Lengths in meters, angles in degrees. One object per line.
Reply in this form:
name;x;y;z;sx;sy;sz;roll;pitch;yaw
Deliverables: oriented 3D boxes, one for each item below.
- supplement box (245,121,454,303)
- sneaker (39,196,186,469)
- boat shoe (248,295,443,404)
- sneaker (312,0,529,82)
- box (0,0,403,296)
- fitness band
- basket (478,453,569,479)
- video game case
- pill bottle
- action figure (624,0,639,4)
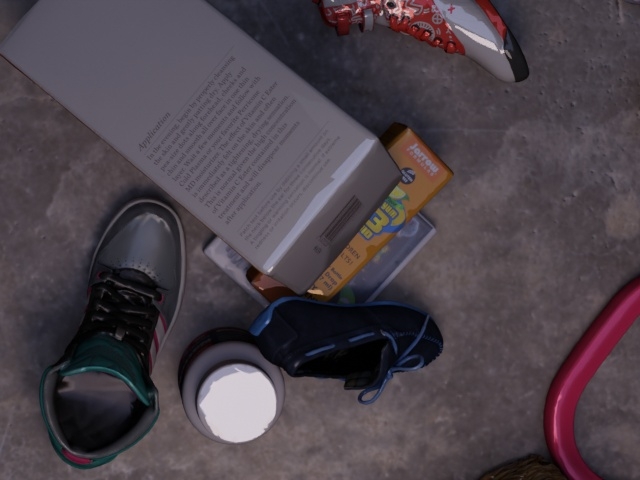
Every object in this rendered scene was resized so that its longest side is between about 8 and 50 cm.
supplement box;0.030;-0.017;1.901;0.078;0.080;0.233;44;88;-8
sneaker;-0.210;0.101;1.854;0.124;0.178;0.295;15;93;-7
boat shoe;0.034;0.123;1.874;0.258;0.089;0.109;2;134;-41
sneaker;0.088;-0.240;1.907;0.145;0.090;0.270;-39;94;-1
box;-0.111;-0.123;1.780;0.345;0.215;0.168;40;90;12
fitness band;0.375;0.162;1.994;0.209;0.054;0.291;37;89;-5
basket;0.224;0.408;1.909;0.213;0.223;0.299;-26;98;-4
video game case;0.000;0.000;1.949;0.173;0.022;0.190;43;89;-8
pill bottle;-0.091;0.152;1.872;0.108;0.180;0.108;-1;94;-7
action figure;0.488;-0.211;1.932;0.370;0.248;0.275;-43;125;-2
